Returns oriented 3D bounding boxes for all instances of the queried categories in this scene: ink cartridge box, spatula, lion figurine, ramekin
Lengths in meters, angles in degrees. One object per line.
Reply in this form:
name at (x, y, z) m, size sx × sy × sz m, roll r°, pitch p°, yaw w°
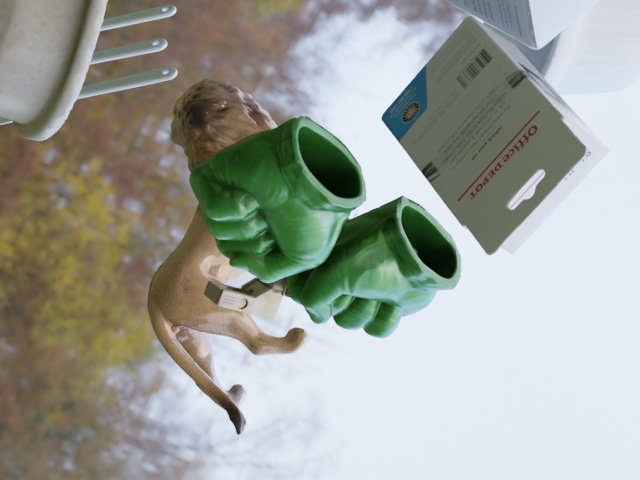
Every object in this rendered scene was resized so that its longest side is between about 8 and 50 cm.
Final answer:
ink cartridge box at (0.129, -0.066, 1.179) m, size 0.104 × 0.060 × 0.180 m, roll -48°, pitch -138°, yaw 15°
spatula at (-0.261, -0.180, 1.664) m, size 0.242 × 0.019 × 0.168 m, roll -12°, pitch -142°, yaw 6°
lion figurine at (-0.113, 0.008, 1.935) m, size 0.142 × 0.240 × 0.392 m, roll -26°, pitch -144°, yaw 46°
ramekin at (0.292, -0.295, 1.893) m, size 0.277 × 0.135 × 0.277 m, roll -179°, pitch -90°, yaw -76°

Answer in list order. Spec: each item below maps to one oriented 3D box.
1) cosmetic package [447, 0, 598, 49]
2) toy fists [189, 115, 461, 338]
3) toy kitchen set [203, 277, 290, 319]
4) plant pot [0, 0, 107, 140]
cosmetic package at (0.129, -0.356, 1.575) m, size 0.197 × 0.155 × 0.365 m, roll -38°, pitch -131°, yaw -18°
toy fists at (0.000, 0.000, 1.525) m, size 0.142 × 0.279 × 0.096 m, roll -24°, pitch -133°, yaw 32°
toy kitchen set at (-0.059, 0.037, 1.696) m, size 0.068 × 0.075 × 0.083 m, roll 33°, pitch -76°, yaw 53°
plant pot at (-0.332, -0.257, 1.221) m, size 0.334 × 0.306 × 0.333 m, roll -173°, pitch -90°, yaw -67°
